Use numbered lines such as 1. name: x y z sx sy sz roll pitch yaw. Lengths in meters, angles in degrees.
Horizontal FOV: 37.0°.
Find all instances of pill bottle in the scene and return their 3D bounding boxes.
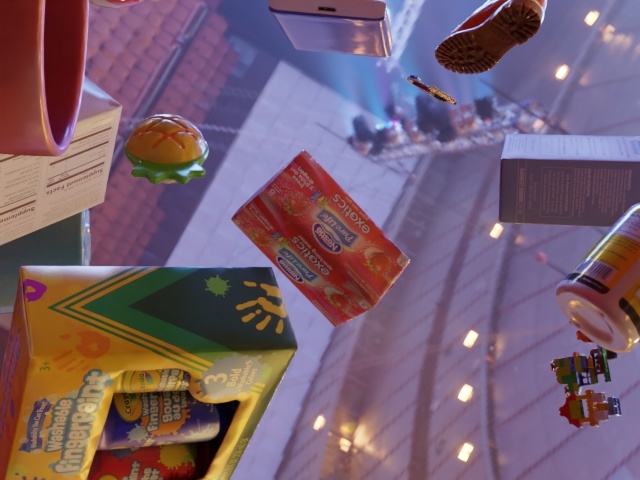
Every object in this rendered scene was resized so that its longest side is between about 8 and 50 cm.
1. pill bottle: 0.403 0.029 1.194 0.208 0.119 0.119 -44 -170 -12

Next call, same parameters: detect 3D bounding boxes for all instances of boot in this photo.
1. boot: 0.198 -0.247 1.088 0.158 0.059 0.085 -24 -145 50

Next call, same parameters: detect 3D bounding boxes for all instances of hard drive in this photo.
1. hard drive: 0.029 -0.413 1.850 0.318 0.210 0.040 5 92 -84

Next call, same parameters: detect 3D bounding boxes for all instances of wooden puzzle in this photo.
1. wooden puzzle: 0.193 -0.260 1.669 0.014 0.116 0.078 -61 -149 5

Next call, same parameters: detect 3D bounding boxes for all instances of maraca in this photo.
1. maraca: -0.231 -0.130 1.437 0.186 0.127 0.099 -108 -163 -58

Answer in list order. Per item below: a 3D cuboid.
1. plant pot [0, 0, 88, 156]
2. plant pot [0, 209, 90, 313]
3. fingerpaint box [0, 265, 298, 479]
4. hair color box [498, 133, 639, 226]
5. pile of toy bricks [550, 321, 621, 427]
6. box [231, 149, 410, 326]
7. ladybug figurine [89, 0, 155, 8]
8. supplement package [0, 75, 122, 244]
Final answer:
1. plant pot: -0.268 -0.166 0.676 0.201 0.180 0.201 -175 -90 -84
2. plant pot: -0.588 -0.007 1.714 0.341 0.334 0.341 179 -90 -79
3. fingerpaint box: -0.284 0.242 1.436 0.445 0.371 0.163 -64 -145 41
4. hair color box: 0.483 -0.098 1.548 0.185 0.374 0.114 -55 145 -67
5. pile of toy bricks: 0.458 0.226 1.695 0.105 0.118 0.212 -16 -110 35
6. box: 0.000 0.000 1.544 0.122 0.257 0.128 -48 -172 -35
7. ladybug figurine: -0.306 -0.522 1.363 0.305 0.162 0.449 -67 151 -25
8. supplement package: -0.390 -0.136 1.062 0.204 0.262 0.145 -30 151 -45
